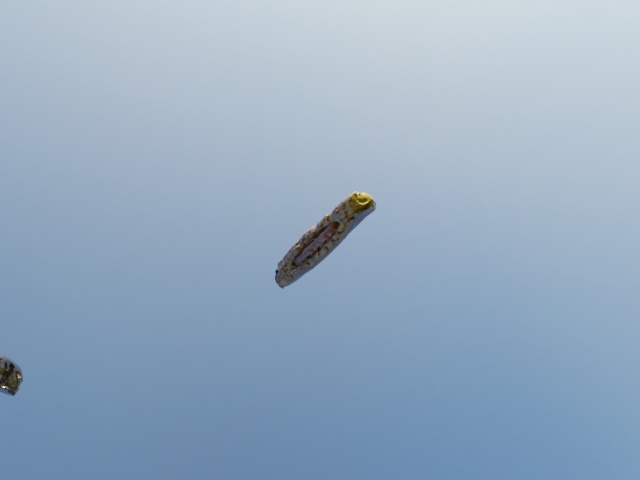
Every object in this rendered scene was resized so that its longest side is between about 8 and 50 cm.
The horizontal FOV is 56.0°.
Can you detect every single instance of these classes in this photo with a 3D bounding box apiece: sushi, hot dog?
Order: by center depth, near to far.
[{"bbox_3d":[-0.477,0.195,0.898,0.044,0.083,0.046,4,-124,25],"label":"sushi"},{"bbox_3d":[0.001,0.000,1.222,0.068,0.289,0.083,47,-148,4],"label":"hot dog"}]
